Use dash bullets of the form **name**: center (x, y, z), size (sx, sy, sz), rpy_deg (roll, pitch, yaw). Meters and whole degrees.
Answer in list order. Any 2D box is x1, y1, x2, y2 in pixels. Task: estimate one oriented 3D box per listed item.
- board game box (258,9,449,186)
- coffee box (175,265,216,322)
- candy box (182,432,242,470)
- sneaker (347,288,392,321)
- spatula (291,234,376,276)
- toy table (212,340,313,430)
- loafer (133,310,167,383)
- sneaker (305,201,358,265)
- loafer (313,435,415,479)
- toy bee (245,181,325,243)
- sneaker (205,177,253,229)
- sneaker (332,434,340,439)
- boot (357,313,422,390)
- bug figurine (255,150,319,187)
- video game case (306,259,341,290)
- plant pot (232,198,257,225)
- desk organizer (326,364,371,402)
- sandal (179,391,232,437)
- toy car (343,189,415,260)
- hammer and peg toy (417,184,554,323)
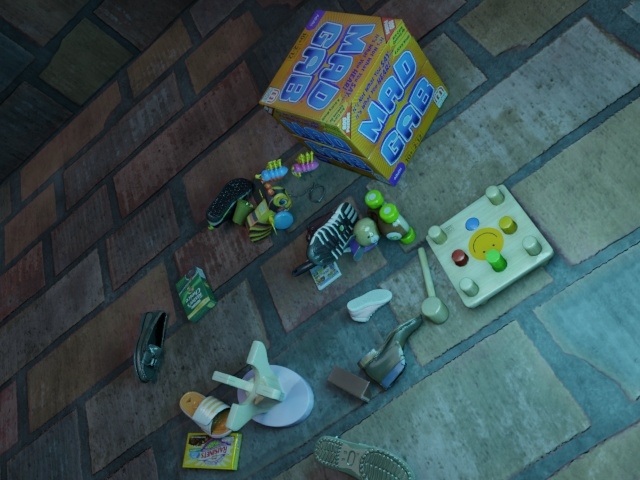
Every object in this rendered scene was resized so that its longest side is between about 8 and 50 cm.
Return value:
- **board game box**: center (0.109, -0.443, 1.902), size (0.356, 0.356, 0.357), rpy_deg (26, 82, 42)
- **coffee box**: center (-0.445, 0.189, 2.176), size (0.113, 0.040, 0.184), rpy_deg (-41, 49, 11)
- **candy box**: center (-0.330, 0.641, 1.860), size (0.205, 0.027, 0.105), rpy_deg (-11, 62, 31)
- **sneaker**: center (0.142, 0.189, 1.751), size (0.134, 0.070, 0.051), rpy_deg (-19, 41, -9)
- **spatula**: center (0.039, 0.042, 1.897), size (0.296, 0.030, 0.084), rpy_deg (-25, 53, 12)
- **toy table**: center (-0.173, 0.433, 1.769), size (0.274, 0.161, 0.253), rpy_deg (-9, 61, 34)
- **loafer**: center (-0.596, 0.366, 2.160), size (0.084, 0.096, 0.268), rpy_deg (-18, 55, 20)
- **sneaker**: center (0.000, 0.000, 1.881), size (0.162, 0.107, 0.281), rpy_deg (-21, 20, 40)
- **loafer**: center (0.116, 0.561, 1.541), size (0.268, 0.092, 0.102), rpy_deg (16, 77, 24)
- **toy bee**: center (-0.159, -0.125, 2.058), size (0.298, 0.162, 0.195), rpy_deg (-52, 46, 1)
- **sneaker**: center (-0.339, -0.135, 2.244), size (0.084, 0.097, 0.235), rpy_deg (34, 63, 17)
- **sneaker**: center (0.017, 0.547, 1.654), size (0.083, 0.031, 0.035), rpy_deg (-41, 49, 11)
- **boot**: center (0.212, 0.299, 1.636), size (0.219, 0.082, 0.106), rpy_deg (-42, 71, 5)
- **bug figurine**: center (-0.114, -0.235, 2.056), size (0.216, 0.279, 0.072), rpy_deg (-17, 94, -5)
- **video game case**: center (0.009, 0.086, 1.921), size (0.087, 0.011, 0.122), rpy_deg (-38, 50, 13)
- **plant pot**: center (-0.276, -0.096, 2.189), size (0.083, 0.083, 0.079), rpy_deg (34, 100, 42)
- **desk organizer**: center (0.084, 0.393, 1.679), size (0.130, 0.047, 0.050), rpy_deg (18, 76, 41)
- **sandal**: center (-0.365, 0.525, 1.897), size (0.265, 0.076, 0.102), rpy_deg (13, 53, 40)
- **toy car**: center (0.152, -0.020, 1.768), size (0.188, 0.155, 0.149), rpy_deg (-43, 48, 2)
- **hammer and peg toy**: center (0.384, 0.038, 1.596), size (0.361, 0.127, 0.266), rpy_deg (-36, 50, 16)
